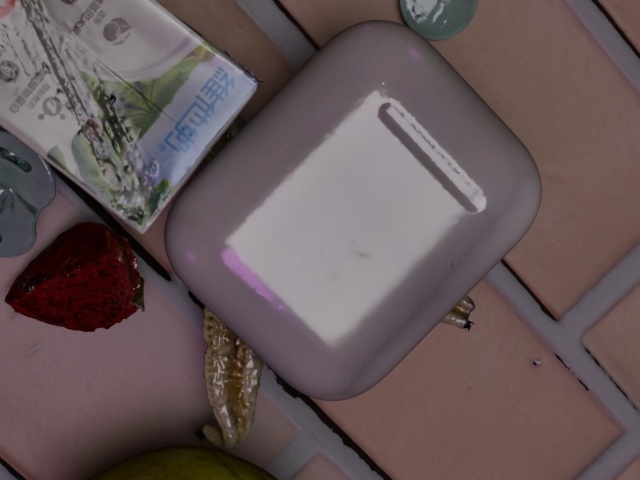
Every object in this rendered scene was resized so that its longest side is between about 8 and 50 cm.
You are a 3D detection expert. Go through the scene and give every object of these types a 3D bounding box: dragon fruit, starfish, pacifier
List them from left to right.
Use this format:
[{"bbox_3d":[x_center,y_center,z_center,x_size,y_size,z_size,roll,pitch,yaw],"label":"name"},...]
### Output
[{"bbox_3d":[-0.343,-0.041,1.326,0.127,0.116,0.150,38,123,0],"label":"pacifier"},{"bbox_3d":[-0.245,0.039,1.396,0.162,0.083,0.106,-28,130,27],"label":"dragon fruit"},{"bbox_3d":[0.000,0.000,1.436,0.324,0.082,0.432,-8,96,-13],"label":"starfish"}]

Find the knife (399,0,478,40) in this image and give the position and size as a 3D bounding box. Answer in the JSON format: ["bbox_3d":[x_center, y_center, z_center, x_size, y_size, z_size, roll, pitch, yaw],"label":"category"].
[{"bbox_3d":[0.010,-0.351,1.387,0.399,0.038,0.132,28,92,-17],"label":"knife"}]

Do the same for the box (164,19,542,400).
[{"bbox_3d":[0.036,-0.028,1.331,0.349,0.141,0.289,-46,102,-2],"label":"box"}]

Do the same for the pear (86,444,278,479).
[{"bbox_3d":[-0.154,0.349,1.395,0.321,0.269,0.269,15,99,-29],"label":"pear"}]

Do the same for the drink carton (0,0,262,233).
[{"bbox_3d":[-0.242,-0.183,1.289,0.324,0.132,0.194,38,95,-6],"label":"drink carton"}]
